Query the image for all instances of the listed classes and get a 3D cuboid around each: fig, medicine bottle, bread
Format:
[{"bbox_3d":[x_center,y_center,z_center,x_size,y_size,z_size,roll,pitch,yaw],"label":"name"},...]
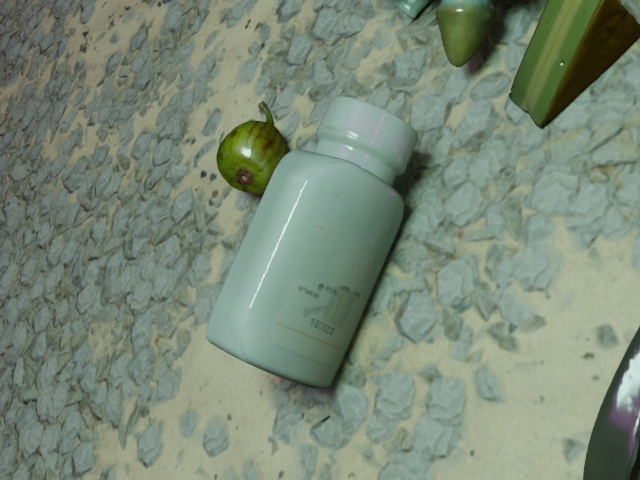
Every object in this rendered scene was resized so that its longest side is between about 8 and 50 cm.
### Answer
[{"bbox_3d":[-0.085,-0.143,1.130,0.093,0.093,0.166,-16,55,39],"label":"fig"},{"bbox_3d":[0.000,0.000,0.915,0.111,0.161,0.296,20,85,46],"label":"medicine bottle"},{"bbox_3d":[0.234,-0.193,0.846,0.139,0.084,0.074,-45,46,19],"label":"bread"}]

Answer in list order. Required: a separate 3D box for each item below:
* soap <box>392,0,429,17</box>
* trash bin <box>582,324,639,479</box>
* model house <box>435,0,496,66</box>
[{"bbox_3d":[0.152,-0.423,1.041,0.265,0.087,0.160,-46,47,17],"label":"soap"},{"bbox_3d":[0.319,0.147,0.505,0.250,0.220,0.219,33,95,40],"label":"trash bin"},{"bbox_3d":[0.155,-0.344,0.869,0.267,0.194,0.325,9,100,20],"label":"model house"}]
